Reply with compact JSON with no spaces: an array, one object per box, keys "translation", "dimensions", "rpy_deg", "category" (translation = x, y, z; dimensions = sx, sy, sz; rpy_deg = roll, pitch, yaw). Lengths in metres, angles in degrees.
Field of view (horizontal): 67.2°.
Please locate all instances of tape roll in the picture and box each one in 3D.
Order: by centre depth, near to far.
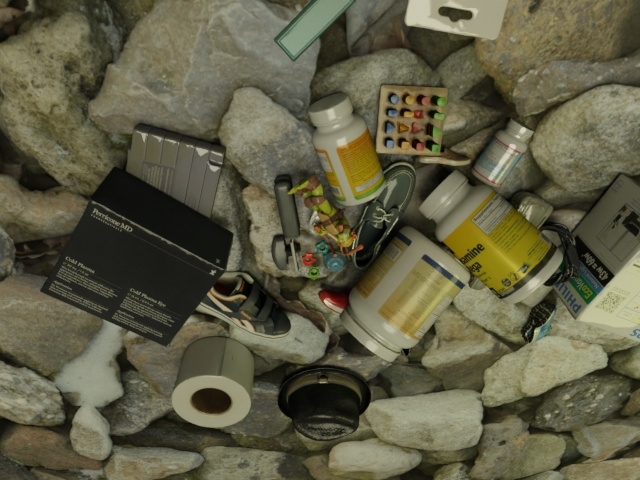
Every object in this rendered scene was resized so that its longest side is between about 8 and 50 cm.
[{"translation":[-0.339,0.455,1.552],"dimensions":[0.246,0.169,0.246],"rpy_deg":[-1,122,-2],"category":"tape roll"}]

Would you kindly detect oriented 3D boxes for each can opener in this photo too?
[{"translation":[-0.103,-0.035,1.308],"dimensions":[0.095,0.076,0.283],"rpy_deg":[-8,121,2],"category":"can opener"}]

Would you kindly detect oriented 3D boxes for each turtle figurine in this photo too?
[{"translation":[0.023,-0.059,1.182],"dimensions":[0.087,0.269,0.217],"rpy_deg":[-39,102,-7],"category":"turtle figurine"}]

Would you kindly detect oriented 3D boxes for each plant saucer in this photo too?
[{"translation":[-0.013,-0.484,1.061],"dimensions":[0.192,0.018,0.067],"rpy_deg":[-39,117,19],"category":"plant saucer"}]

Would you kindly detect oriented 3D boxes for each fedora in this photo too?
[{"translation":[0.016,0.591,1.665],"dimensions":[0.334,0.152,0.334],"rpy_deg":[-1,123,-2],"category":"fedora"}]

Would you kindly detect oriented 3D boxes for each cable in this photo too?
[{"translation":[0.643,0.033,1.357],"dimensions":[0.047,0.184,0.150],"rpy_deg":[-11,170,-35],"category":"cable"}]

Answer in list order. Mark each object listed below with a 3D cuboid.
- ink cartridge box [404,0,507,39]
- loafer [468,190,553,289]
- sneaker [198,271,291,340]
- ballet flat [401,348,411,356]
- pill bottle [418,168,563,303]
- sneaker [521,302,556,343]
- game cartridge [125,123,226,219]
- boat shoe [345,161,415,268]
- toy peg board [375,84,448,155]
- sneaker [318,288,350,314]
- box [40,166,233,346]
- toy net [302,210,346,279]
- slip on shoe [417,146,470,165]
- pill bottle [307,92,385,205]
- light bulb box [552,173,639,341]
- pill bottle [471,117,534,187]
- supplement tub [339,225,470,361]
[{"translation":[0.276,-0.584,0.920],"dimensions":[0.207,0.119,0.353],"rpy_deg":[7,111,-7],"category":"ink cartridge box"},{"translation":[0.524,0.016,1.348],"dimensions":[0.111,0.112,0.319],"rpy_deg":[23,118,-7],"category":"loafer"},{"translation":[-0.214,0.186,1.413],"dimensions":[0.321,0.126,0.127],"rpy_deg":[26,123,-16],"category":"sneaker"},{"translation":[0.279,0.300,1.553],"dimensions":[0.057,0.049,0.173],"rpy_deg":[-9,122,2],"category":"ballet flat"},{"translation":[0.415,-0.016,1.216],"dimensions":[0.334,0.188,0.188],"rpy_deg":[45,115,9],"category":"pill bottle"},{"translation":[0.714,0.263,1.556],"dimensions":[0.073,0.063,0.162],"rpy_deg":[-1,129,-23],"category":"sneaker"},{"translation":[-0.394,-0.110,1.258],"dimensions":[0.230,0.068,0.355],"rpy_deg":[16,120,-8],"category":"game cartridge"},{"translation":[0.165,-0.057,1.291],"dimensions":[0.116,0.099,0.319],"rpy_deg":[21,119,-15],"category":"boat shoe"},{"translation":[0.220,-0.281,1.142],"dimensions":[0.160,0.079,0.161],"rpy_deg":[2,109,-2],"category":"toy peg board"},{"translation":[0.108,0.162,1.451],"dimensions":[0.221,0.087,0.128],"rpy_deg":[24,110,-30],"category":"sneaker"},{"translation":[-0.450,0.051,1.219],"dimensions":[0.343,0.179,0.312],"rpy_deg":[31,117,-21],"category":"box"},{"translation":[0.000,0.000,1.354],"dimensions":[0.122,0.045,0.232],"rpy_deg":[-11,120,3],"category":"toy net"},{"translation":[0.317,-0.218,1.230],"dimensions":[0.135,0.051,0.041],"rpy_deg":[4,110,2],"category":"slip on shoe"},{"translation":[0.060,-0.219,1.161],"dimensions":[0.136,0.136,0.246],"rpy_deg":[-19,121,9],"category":"pill bottle"},{"translation":[0.898,0.069,1.332],"dimensions":[0.358,0.225,0.361],"rpy_deg":[19,120,-15],"category":"light bulb box"},{"translation":[0.457,-0.220,1.209],"dimensions":[0.087,0.087,0.160],"rpy_deg":[21,119,-15],"category":"pill bottle"},{"translation":[0.220,0.144,1.304],"dimensions":[0.228,0.228,0.316],"rpy_deg":[36,97,-22],"category":"supplement tub"}]
